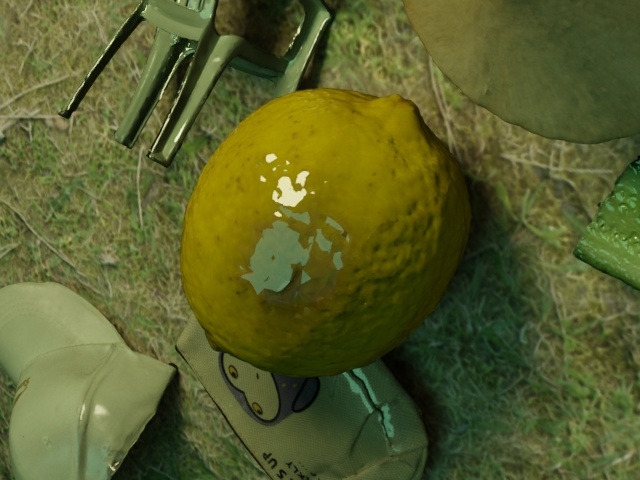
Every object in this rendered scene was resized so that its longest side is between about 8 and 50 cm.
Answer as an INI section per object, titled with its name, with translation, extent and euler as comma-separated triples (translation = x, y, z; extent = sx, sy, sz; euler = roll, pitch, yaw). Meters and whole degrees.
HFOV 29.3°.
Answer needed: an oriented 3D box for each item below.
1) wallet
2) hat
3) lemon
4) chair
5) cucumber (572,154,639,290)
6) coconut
[wallet]
translation = -0.020, 0.181, 1.323
extent = 0.335, 0.068, 0.275
euler = 53, 130, 11
[hat]
translation = -0.338, 0.195, 1.496
extent = 0.301, 0.168, 0.258
euler = 45, 125, 15
[lemon]
translation = 0.000, 0.000, 1.123
extent = 0.253, 0.253, 0.310
euler = 45, 111, 16
[chair]
translation = -0.121, -0.206, 1.196
extent = 0.203, 0.190, 0.274
euler = 23, 90, 27
[cucumber]
translation = 0.342, 0.017, 1.004
extent = 0.244, 0.063, 0.115
euler = 33, 129, 23
[coconut]
translation = 0.192, -0.219, 0.869
extent = 0.329, 0.329, 0.328
euler = 13, 113, 33
